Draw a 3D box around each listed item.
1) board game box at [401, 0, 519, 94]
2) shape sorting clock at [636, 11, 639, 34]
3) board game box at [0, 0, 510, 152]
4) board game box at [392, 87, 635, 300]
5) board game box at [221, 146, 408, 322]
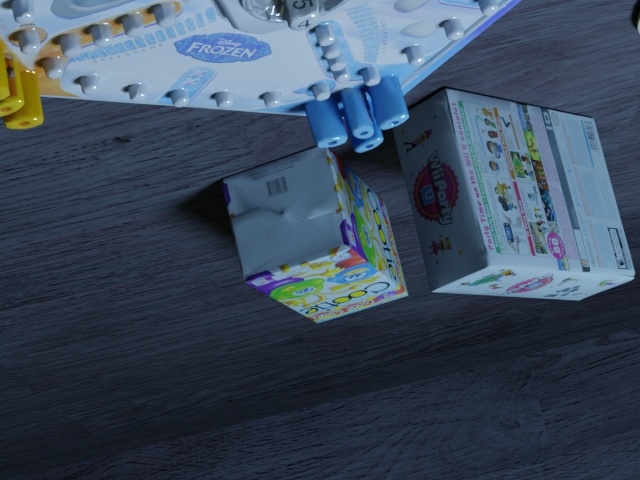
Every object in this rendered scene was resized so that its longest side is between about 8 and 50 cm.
[{"bbox_3d":[-0.005,-0.229,0.990,0.291,0.141,0.232,-1,158,-34],"label":"board game box"},{"bbox_3d":[0.447,-0.258,1.395,0.206,0.040,0.206,-12,162,-4],"label":"shape sorting clock"},{"bbox_3d":[-0.012,-0.167,0.858,0.390,0.050,0.390,1,157,-36],"label":"board game box"},{"bbox_3d":[0.242,-0.049,1.577,0.303,0.224,0.097,6,156,-45],"label":"board game box"},{"bbox_3d":[0.000,0.000,1.673,0.144,0.142,0.275,-18,161,14],"label":"board game box"}]
